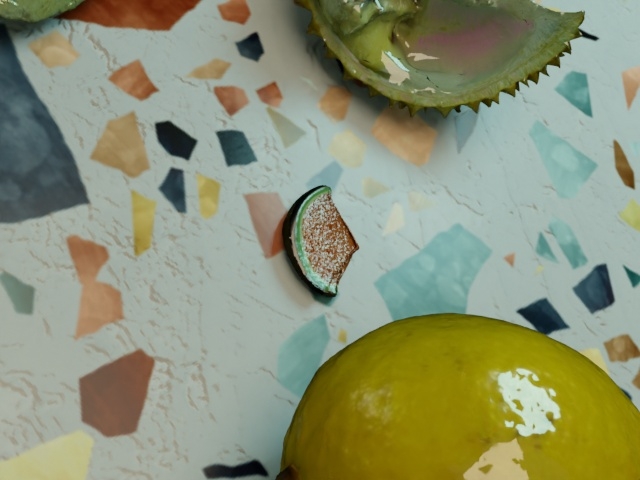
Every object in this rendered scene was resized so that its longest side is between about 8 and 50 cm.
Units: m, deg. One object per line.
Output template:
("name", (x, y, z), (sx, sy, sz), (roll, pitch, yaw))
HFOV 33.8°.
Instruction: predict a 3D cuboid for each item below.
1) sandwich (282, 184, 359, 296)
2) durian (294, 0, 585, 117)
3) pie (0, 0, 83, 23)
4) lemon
("sandwich", (-0.002, 0.004, 0.975), (0.069, 0.026, 0.101), (-22, 82, -32))
("durian", (0.086, -0.236, 1.026), (0.306, 0.166, 0.172), (42, 63, -1))
("pie", (-0.272, -0.306, 0.955), (0.201, 0.090, 0.248), (38, 57, 0))
("lemon", (0.112, 0.195, 0.798), (0.297, 0.297, 0.297), (8, 66, -19))
